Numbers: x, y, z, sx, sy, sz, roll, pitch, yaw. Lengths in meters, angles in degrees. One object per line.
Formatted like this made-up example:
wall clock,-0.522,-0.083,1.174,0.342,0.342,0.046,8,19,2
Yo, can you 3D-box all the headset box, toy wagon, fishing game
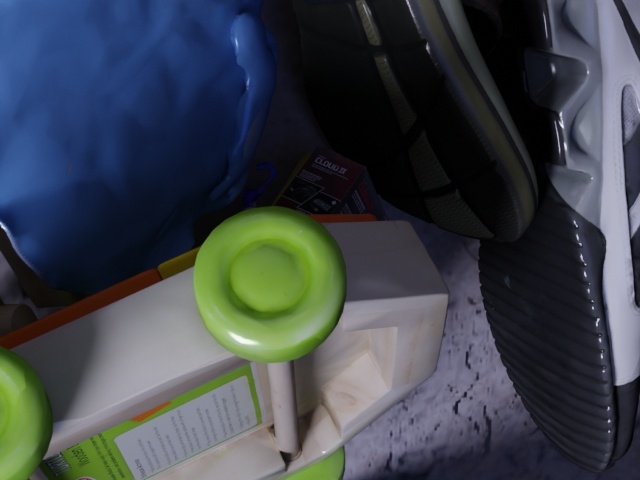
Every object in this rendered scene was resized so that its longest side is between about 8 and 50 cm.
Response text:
headset box,0.000,0.000,0.825,0.083,0.032,0.062,-53,149,-18
toy wagon,-0.107,0.098,0.711,0.344,0.068,0.267,-24,159,-9
fishing game,-0.088,-0.069,0.735,0.189,0.041,0.264,-62,142,-18

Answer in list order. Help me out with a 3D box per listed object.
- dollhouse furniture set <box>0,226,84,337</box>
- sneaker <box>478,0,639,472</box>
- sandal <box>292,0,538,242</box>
dollhouse furniture set,-0.196,-0.004,0.729,0.144,0.123,0.151,64,38,-31
sneaker,0.161,-0.035,0.872,0.146,0.122,0.331,-17,116,-23
sandal,0.040,-0.121,0.777,0.086,0.120,0.303,-42,124,-28
